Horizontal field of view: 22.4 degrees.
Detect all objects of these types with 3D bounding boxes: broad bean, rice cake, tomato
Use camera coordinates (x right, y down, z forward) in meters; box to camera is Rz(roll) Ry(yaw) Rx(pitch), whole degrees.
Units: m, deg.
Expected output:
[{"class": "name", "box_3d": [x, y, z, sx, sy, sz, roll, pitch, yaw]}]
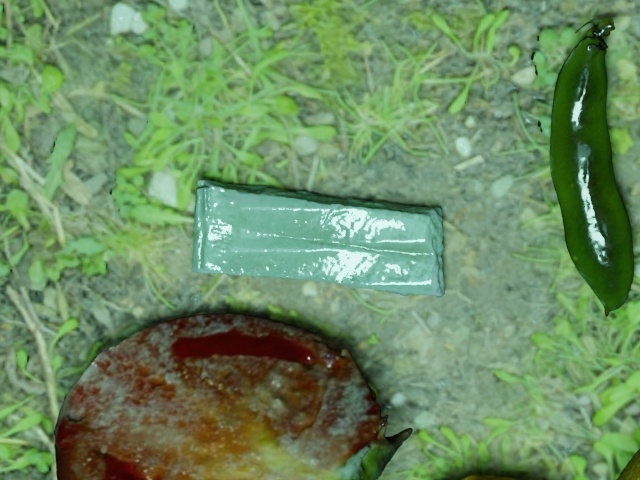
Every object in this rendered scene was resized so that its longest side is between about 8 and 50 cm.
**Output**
[{"class": "broad bean", "box_3d": [0.228, -0.060, 1.378, 0.065, 0.046, 0.255, -5, 96, 8]}, {"class": "rice cake", "box_3d": [0.000, 0.000, 1.416, 0.226, 0.040, 0.085, 6, 98, 6]}, {"class": "tomato", "box_3d": [-0.080, 0.221, 1.382, 0.309, 0.309, 0.170, -1, 136, 7]}]

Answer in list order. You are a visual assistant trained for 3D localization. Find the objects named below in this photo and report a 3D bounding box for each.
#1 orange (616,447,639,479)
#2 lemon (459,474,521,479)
[{"class": "orange", "box_3d": [0.348, 0.264, 1.301, 0.274, 0.274, 0.274, 1, 98, 7]}, {"class": "lemon", "box_3d": [0.146, 0.271, 1.385, 0.187, 0.142, 0.142, 3, 98, 5]}]
